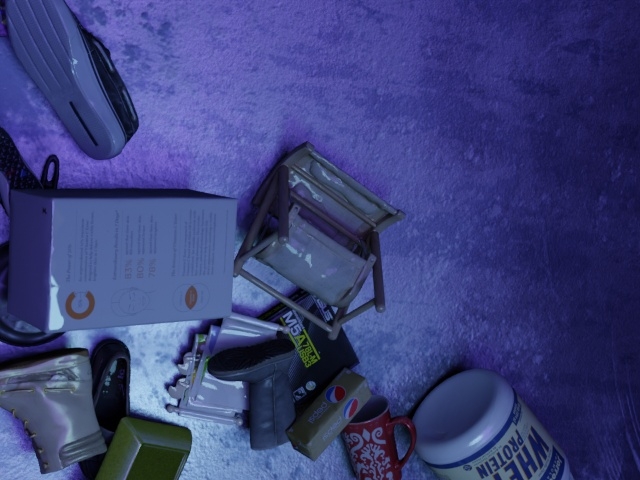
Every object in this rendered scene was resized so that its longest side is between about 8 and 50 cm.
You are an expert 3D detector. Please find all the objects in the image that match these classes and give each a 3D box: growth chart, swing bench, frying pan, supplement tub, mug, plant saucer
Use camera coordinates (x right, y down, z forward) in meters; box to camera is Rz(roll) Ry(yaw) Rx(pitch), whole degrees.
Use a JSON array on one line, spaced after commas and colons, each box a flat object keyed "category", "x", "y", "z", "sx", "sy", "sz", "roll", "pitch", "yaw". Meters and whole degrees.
[{"category": "growth chart", "x": -0.179, "y": 0.239, "z": 1.950, "sx": 0.172, "sy": 0.021, "sz": 0.237, "roll": 22, "pitch": 99, "yaw": -17}, {"category": "swing bench", "x": 0.000, "y": 0.000, "z": 1.933, "sx": 0.253, "sy": 0.165, "sz": 0.254, "roll": 35, "pitch": 46, "yaw": -23}, {"category": "frying pan", "x": -0.470, "y": 0.038, "z": 1.812, "sx": 0.197, "sy": 0.053, "sz": 0.326, "roll": 34, "pitch": 87, "yaw": -25}, {"category": "supplement tub", "x": 0.362, "y": 0.447, "z": 2.134, "sx": 0.235, "sy": 0.235, "sz": 0.325, "roll": -45, "pitch": 112, "yaw": -12}, {"category": "mug", "x": 0.112, "y": 0.412, "z": 2.072, "sx": 0.113, "sy": 0.150, "sz": 0.169, "roll": -26, "pitch": 112, "yaw": -33}, {"category": "plant saucer", "x": -0.318, "y": 0.426, "z": 1.892, "sx": 0.188, "sy": 0.045, "sz": 0.188, "roll": 26, "pitch": 87, "yaw": -51}]

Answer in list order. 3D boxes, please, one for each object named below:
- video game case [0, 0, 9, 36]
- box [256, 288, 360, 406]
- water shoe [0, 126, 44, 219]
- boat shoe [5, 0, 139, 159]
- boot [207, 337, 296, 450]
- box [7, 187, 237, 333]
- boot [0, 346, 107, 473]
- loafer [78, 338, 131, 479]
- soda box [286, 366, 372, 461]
[{"category": "video game case", "x": -0.615, "y": -0.437, "z": 1.677, "sx": 0.232, "sy": 0.042, "sz": 0.210, "roll": -2, "pitch": 100, "yaw": -24}, {"category": "box", "x": -0.041, "y": 0.208, "z": 2.025, "sx": 0.184, "sy": 0.045, "sz": 0.190, "roll": -31, "pitch": 109, "yaw": -13}, {"category": "water shoe", "x": -0.522, "y": -0.103, "z": 1.750, "sx": 0.073, "sy": 0.080, "sz": 0.203, "roll": -31, "pitch": 113, "yaw": -30}, {"category": "boat shoe", "x": -0.416, "y": -0.299, "z": 1.755, "sx": 0.335, "sy": 0.121, "sz": 0.119, "roll": 69, "pitch": 29, "yaw": -25}, {"category": "boot", "x": -0.124, "y": 0.296, "z": 1.936, "sx": 0.190, "sy": 0.076, "sz": 0.208, "roll": -8, "pitch": 122, "yaw": -25}, {"category": "box", "x": -0.332, "y": 0.024, "z": 1.760, "sx": 0.345, "sy": 0.168, "sz": 0.215, "roll": -2, "pitch": 99, "yaw": -39}, {"category": "boot", "x": -0.510, "y": 0.307, "z": 1.785, "sx": 0.262, "sy": 0.095, "sz": 0.203, "roll": -12, "pitch": 95, "yaw": -17}, {"category": "loafer", "x": -0.385, "y": 0.315, "z": 1.866, "sx": 0.096, "sy": 0.084, "sz": 0.267, "roll": 4, "pitch": 96, "yaw": -24}, {"category": "soda box", "x": 0.018, "y": 0.333, "z": 2.004, "sx": 0.181, "sy": 0.058, "sz": 0.061, "roll": -45, "pitch": 139, "yaw": -27}]
